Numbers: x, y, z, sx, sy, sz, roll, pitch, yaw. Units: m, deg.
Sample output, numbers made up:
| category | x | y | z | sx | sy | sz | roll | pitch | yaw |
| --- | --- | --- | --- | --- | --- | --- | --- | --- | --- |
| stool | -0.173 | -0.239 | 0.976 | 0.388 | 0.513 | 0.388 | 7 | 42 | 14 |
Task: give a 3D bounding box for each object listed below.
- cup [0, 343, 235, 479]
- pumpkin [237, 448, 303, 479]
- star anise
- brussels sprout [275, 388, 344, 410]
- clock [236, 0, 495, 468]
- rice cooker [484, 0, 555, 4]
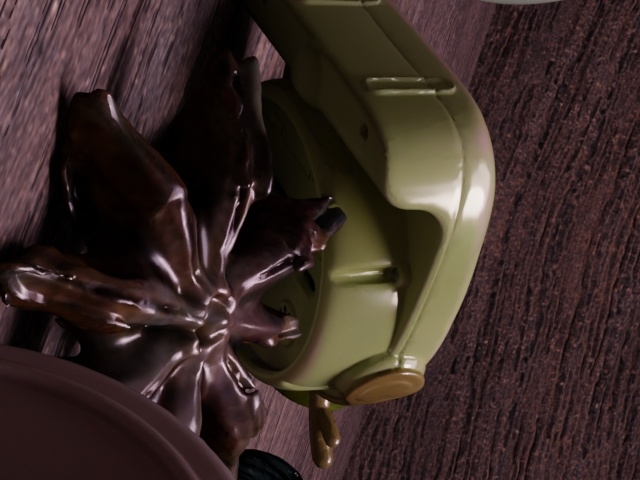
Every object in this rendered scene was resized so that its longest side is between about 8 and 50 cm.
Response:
| category | x | y | z | sx | sy | sz | roll | pitch | yaw |
| --- | --- | --- | --- | --- | --- | --- | --- | --- | --- |
| cup | -0.124 | 0.178 | 0.591 | 0.288 | 0.208 | 0.273 | -60 | 164 | -55 |
| pumpkin | -0.075 | 0.265 | 1.430 | 0.194 | 0.150 | 0.194 | -51 | 176 | -5 |
| star anise | -0.079 | 0.037 | 0.915 | 0.288 | 0.088 | 0.288 | -26 | 125 | -45 |
| brussels sprout | 0.018 | 0.022 | 1.334 | 0.223 | 0.161 | 0.223 | -172 | -90 | -68 |
| clock | 0.000 | 0.000 | 1.153 | 0.235 | 0.096 | 0.308 | 54 | -40 | 45 |
| rice cooker | 0.145 | -0.316 | 1.228 | 0.277 | 0.288 | 0.288 | -55 | 161 | -63 |
